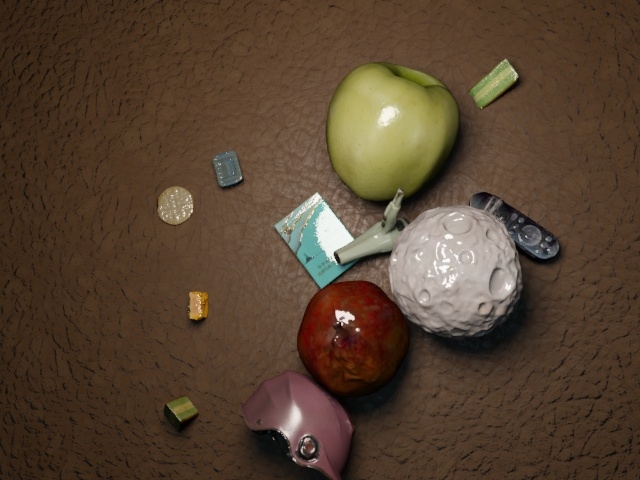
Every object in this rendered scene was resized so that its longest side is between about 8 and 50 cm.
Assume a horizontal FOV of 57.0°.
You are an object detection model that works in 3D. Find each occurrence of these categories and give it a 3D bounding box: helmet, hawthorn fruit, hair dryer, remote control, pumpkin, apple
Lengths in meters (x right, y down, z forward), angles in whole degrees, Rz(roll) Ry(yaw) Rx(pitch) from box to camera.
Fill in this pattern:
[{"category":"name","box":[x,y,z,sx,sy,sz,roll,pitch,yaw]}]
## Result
[{"category":"helmet","box":[-0.031,0.469,1.524,0.338,0.271,0.197,30,74,13]},{"category":"hawthorn fruit","box":[0.087,0.253,1.501,0.307,0.325,0.309,-3,102,-13]},{"category":"hair dryer","box":[0.128,-0.023,1.538,0.229,0.267,0.092,-32,65,0]},{"category":"remote control","box":[0.517,-0.036,1.594,0.265,0.066,0.090,38,77,15]},{"category":"pumpkin","box":[-0.353,0.187,1.690,0.053,0.074,0.084,-5,81,4]},{"category":"apple","box":[0.178,-0.283,1.527,0.356,0.357,0.358,-1,84,9]}]

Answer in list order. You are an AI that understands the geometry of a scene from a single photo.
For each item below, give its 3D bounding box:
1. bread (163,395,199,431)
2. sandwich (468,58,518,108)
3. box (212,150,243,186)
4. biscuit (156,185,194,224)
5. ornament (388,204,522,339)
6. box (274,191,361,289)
[{"category":"bread","box":[-0.407,0.490,1.631,0.084,0.139,0.074,-43,81,2]},{"category":"sandwich","box":[0.476,-0.432,1.630,0.116,0.074,0.074,-33,79,4]},{"category":"box","box":[-0.265,-0.206,1.728,0.074,0.054,0.100,-17,81,8]},{"category":"biscuit","box":[-0.434,-0.105,1.762,0.120,0.015,0.120,-1,83,8]},{"category":"ornament","box":[0.324,0.080,1.467,0.336,0.337,0.338,-1,84,9]},{"category":"box","box":[0.000,0.000,1.672,0.162,0.041,0.229,-38,80,2]}]
